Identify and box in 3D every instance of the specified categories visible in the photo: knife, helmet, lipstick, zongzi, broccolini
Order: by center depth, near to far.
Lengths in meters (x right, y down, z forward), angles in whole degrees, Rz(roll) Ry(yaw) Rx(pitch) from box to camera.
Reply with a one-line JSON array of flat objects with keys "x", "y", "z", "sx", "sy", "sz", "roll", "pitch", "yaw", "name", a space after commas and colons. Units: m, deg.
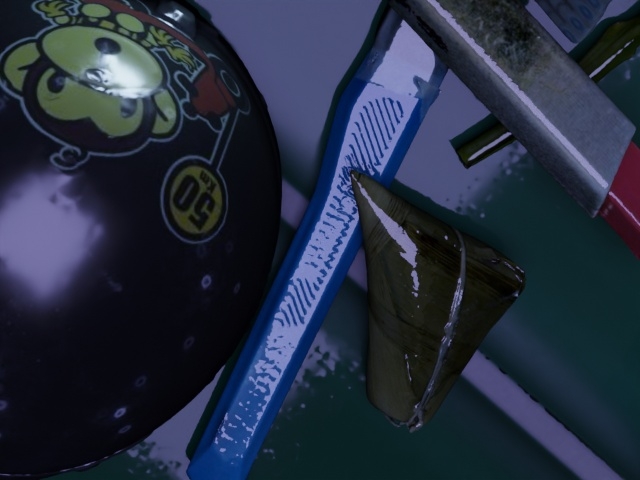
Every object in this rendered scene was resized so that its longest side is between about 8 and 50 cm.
[{"x": -0.139, "y": 0.010, "z": 0.861, "sx": 0.230, "sy": 0.160, "sz": 0.279, "roll": 31, "pitch": 99, "yaw": -13, "name": "helmet"}, {"x": 0.076, "y": -0.101, "z": 0.881, "sx": 0.312, "sy": 0.051, "sz": 0.051, "roll": 45, "pitch": 83, "yaw": -7, "name": "lipstick"}, {"x": 0.156, "y": -0.107, "z": 0.923, "sx": 0.218, "sy": 0.044, "sz": 0.042, "roll": -32, "pitch": 120, "yaw": 9, "name": "broccolini"}, {"x": 0.032, "y": 0.032, "z": 0.925, "sx": 0.113, "sy": 0.052, "sz": 0.104, "roll": 29, "pitch": 96, "yaw": -28, "name": "zongzi"}, {"x": 0.000, "y": -0.001, "z": 0.937, "sx": 0.044, "sy": 0.026, "sz": 0.296, "roll": 24, "pitch": 102, "yaw": -7, "name": "knife"}]

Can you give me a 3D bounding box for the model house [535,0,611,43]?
[{"x": 0.176, "y": -0.204, "z": 0.783, "sx": 0.215, "sy": 0.224, "sz": 0.198, "roll": -16, "pitch": 82, "yaw": -7, "name": "model house"}]
